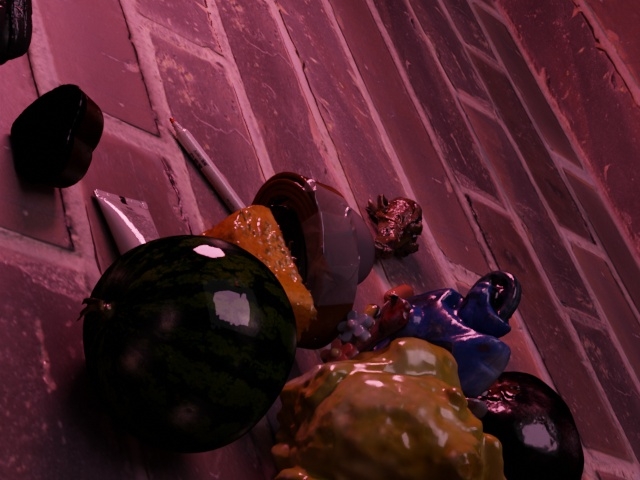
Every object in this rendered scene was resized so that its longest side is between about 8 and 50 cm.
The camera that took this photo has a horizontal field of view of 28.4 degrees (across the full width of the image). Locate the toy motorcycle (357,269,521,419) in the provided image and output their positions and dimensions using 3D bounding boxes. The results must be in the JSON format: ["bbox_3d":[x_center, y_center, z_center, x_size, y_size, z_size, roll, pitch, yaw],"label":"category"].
[{"bbox_3d":[0.174,0.189,1.900,0.182,0.319,0.241,8,66,-47],"label":"toy motorcycle"}]

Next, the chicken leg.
[{"bbox_3d":[0.139,-0.014,2.419,0.125,0.080,0.196,31,38,-17],"label":"chicken leg"}]

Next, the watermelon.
[{"bbox_3d":[-0.157,0.121,1.529,0.269,0.269,0.269,39,27,-24],"label":"watermelon"}]

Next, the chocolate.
[{"bbox_3d":[-0.357,-0.130,1.721,0.080,0.125,0.149,34,65,-50],"label":"chocolate"}]

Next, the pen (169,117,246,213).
[{"bbox_3d":[-0.181,-0.115,2.066,0.218,0.026,0.026,53,25,5],"label":"pen"}]

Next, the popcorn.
[{"bbox_3d":[0.093,0.300,1.674,0.312,0.312,0.312,39,27,-24],"label":"popcorn"}]

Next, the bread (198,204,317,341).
[{"bbox_3d":[-0.109,0.051,1.820,0.139,0.143,0.229,19,37,-50],"label":"bread"}]

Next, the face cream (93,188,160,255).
[{"bbox_3d":[-0.244,0.023,1.747,0.092,0.058,0.244,15,36,-43],"label":"face cream"}]

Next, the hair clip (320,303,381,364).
[{"bbox_3d":[0.022,0.180,1.842,0.062,0.214,0.056,17,-13,40],"label":"hair clip"}]

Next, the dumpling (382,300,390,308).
[{"bbox_3d":[0.244,0.223,2.252,0.332,0.086,0.166,56,28,1],"label":"dumpling"}]

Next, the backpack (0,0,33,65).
[{"bbox_3d":[-0.469,-0.327,1.790,0.120,0.106,0.165,23,57,-40],"label":"backpack"}]

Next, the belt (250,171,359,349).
[{"bbox_3d":[-0.031,0.031,1.906,0.105,0.184,0.261,17,74,-47],"label":"belt"}]

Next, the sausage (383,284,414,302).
[{"bbox_3d":[0.143,0.100,2.304,0.034,0.034,0.083,55,26,9],"label":"sausage"}]

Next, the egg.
[{"bbox_3d":[0.000,0.000,2.069,0.198,0.146,0.146,34,28,-13],"label":"egg"}]

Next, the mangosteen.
[{"bbox_3d":[0.282,0.362,1.971,0.275,0.275,0.302,-59,144,-64],"label":"mangosteen"}]
